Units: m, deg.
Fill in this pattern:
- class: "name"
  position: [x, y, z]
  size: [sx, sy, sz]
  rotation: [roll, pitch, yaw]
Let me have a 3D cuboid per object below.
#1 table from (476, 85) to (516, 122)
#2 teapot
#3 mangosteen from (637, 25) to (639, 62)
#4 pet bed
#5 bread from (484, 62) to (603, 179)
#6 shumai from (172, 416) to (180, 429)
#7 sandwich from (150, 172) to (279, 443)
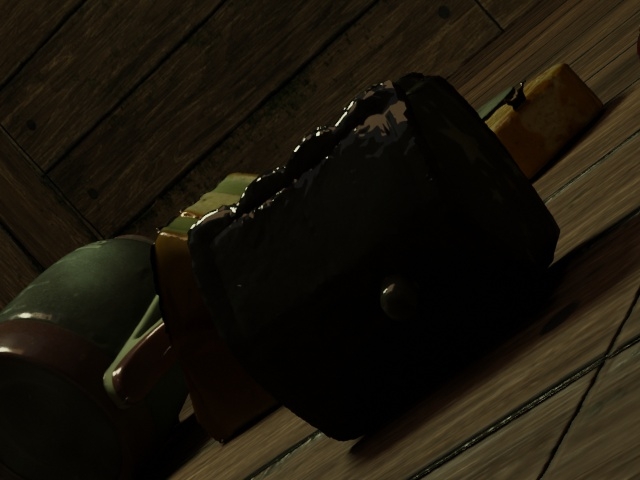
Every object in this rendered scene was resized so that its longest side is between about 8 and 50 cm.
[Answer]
- class: "table"
  position: [0.192, -0.125, 1.987]
  size: [0.133, 0.043, 0.133]
  rotation: [-41, 4, 4]
- class: "teapot"
  position: [-0.214, 0.104, 1.838]
  size: [0.315, 0.233, 0.312]
  rotation: [-25, 23, 39]
- class: "mangosteen"
  position: [0.284, -0.154, 1.278]
  size: [0.081, 0.081, 0.081]
  rotation: [-41, 4, 4]
- class: "pet bed"
  position: [0.032, 0.014, 1.107]
  size: [0.211, 0.183, 0.159]
  rotation: [-37, 0, 26]
- class: "bread"
  position: [0.188, -0.102, 1.580]
  size: [0.149, 0.073, 0.122]
  rotation: [-43, 2, -21]
- class: "shumai"
  position: [-0.213, 0.208, 2.004]
  size: [0.087, 0.099, 0.124]
  rotation: [-24, 10, 12]
- class: "sandwich"
  position: [-0.022, 0.070, 1.555]
  size: [0.198, 0.227, 0.155]
  rotation: [5, 30, 31]
